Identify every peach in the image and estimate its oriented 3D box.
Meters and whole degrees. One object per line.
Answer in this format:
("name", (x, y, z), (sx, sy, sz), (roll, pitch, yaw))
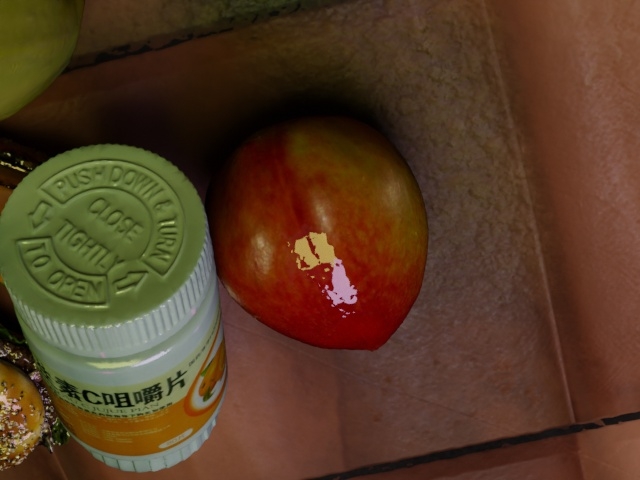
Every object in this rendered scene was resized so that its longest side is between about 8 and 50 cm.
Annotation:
("peach", (0.000, 0.000, 1.145), (0.197, 0.197, 0.197), (0, 123, 0))

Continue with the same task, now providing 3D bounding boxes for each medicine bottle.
("medicine bottle", (-0.157, 0.071, 1.142), (0.158, 0.158, 0.318), (0, 152, 0))

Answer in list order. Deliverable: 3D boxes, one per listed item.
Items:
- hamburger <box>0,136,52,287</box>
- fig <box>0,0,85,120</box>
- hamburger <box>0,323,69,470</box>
("hamburger", (-0.275, -0.027, 1.182), (0.166, 0.087, 0.137), (23, 121, -13))
("fig", (-0.297, -0.178, 1.010), (0.271, 0.239, 0.239), (-2, 130, -37))
("hamburger", (-0.313, 0.151, 1.288), (0.189, 0.093, 0.164), (28, 123, -28))
